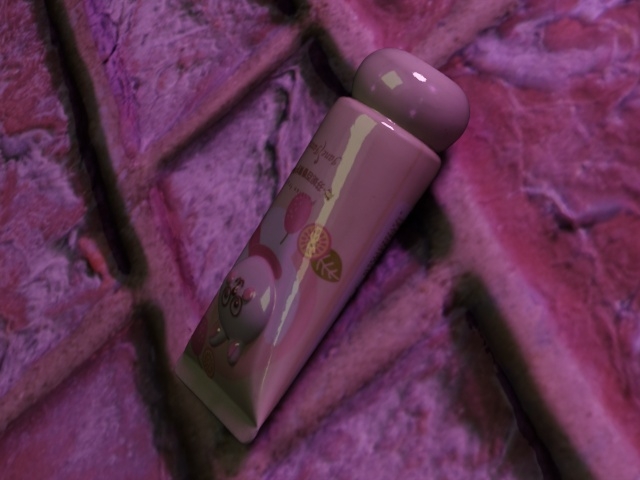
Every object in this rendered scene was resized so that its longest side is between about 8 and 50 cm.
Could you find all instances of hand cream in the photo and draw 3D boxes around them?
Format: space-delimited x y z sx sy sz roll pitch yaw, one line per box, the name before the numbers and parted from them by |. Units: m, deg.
hand cream | 0.000 0.000 1.449 0.305 0.093 0.147 -58 33 3
